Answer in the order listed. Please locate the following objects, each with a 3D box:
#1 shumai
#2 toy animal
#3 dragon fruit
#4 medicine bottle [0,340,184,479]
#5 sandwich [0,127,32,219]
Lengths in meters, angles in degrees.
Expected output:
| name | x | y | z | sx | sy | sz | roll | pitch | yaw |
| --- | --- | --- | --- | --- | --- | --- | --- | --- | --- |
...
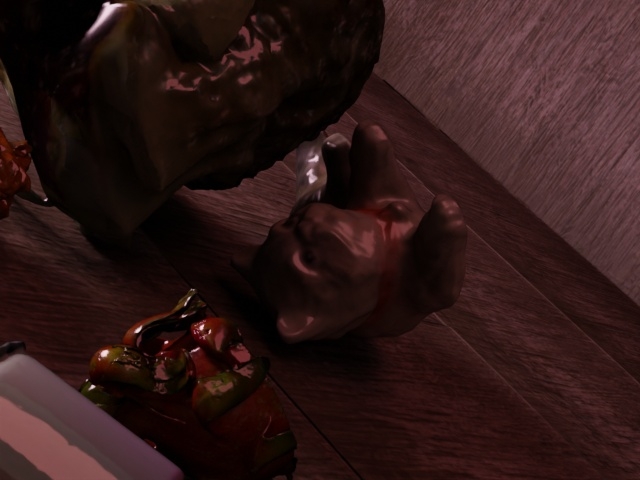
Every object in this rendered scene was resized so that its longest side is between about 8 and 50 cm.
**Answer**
| name | x | y | z | sx | sy | sz | roll | pitch | yaw |
| --- | --- | --- | --- | --- | --- | --- | --- | --- | --- |
| shumai | -0.155 | -0.147 | 1.249 | 0.395 | 0.395 | 0.348 | 34 | 40 | -9 |
| toy animal | 0.000 | 0.000 | 1.395 | 0.308 | 0.188 | 0.266 | 50 | -9 | 33 |
| dragon fruit | -0.088 | 0.104 | 0.939 | 0.175 | 0.142 | 0.138 | 2 | -9 | -34 |
| medicine bottle | -0.116 | 0.147 | 0.664 | 0.168 | 0.135 | 0.135 | 36 | 14 | 2 |
| sandwich | -0.282 | -0.056 | 1.017 | 0.160 | 0.109 | 0.185 | 51 | 3 | -31 |
